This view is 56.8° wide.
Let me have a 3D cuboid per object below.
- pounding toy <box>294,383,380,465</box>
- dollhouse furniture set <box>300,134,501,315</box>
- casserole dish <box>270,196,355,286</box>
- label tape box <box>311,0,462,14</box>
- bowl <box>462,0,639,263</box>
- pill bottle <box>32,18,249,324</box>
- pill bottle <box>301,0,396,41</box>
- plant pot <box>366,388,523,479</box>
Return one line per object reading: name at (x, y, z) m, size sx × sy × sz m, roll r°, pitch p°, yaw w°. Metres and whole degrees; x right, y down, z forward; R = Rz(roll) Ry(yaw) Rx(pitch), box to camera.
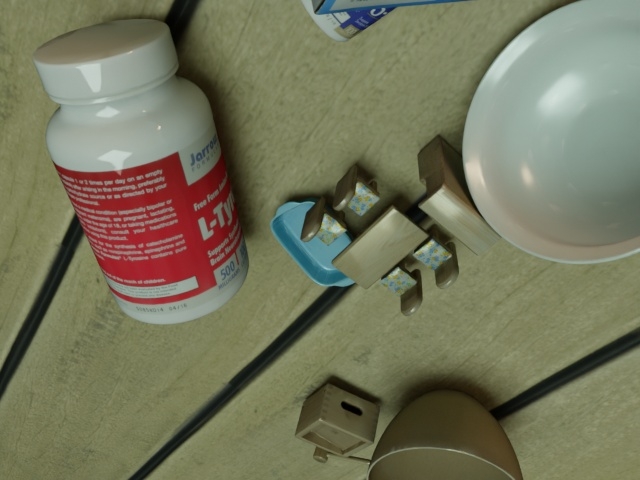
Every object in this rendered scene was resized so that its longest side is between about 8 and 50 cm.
pounding toy at (0.042, 0.407, 1.275) m, size 0.181 × 0.094 × 0.206 m, roll 27°, pitch 139°, yaw -12°
dollhouse furniture set at (0.119, -0.006, 0.847) m, size 0.212 × 0.161 × 0.242 m, roll 37°, pitch 120°, yaw -17°
casserole dish at (0.000, 0.000, 0.993) m, size 0.114 × 0.037 × 0.188 m, roll -25°, pitch 116°, yaw 31°
label tape box at (0.090, -0.390, 0.522) m, size 0.240 × 0.106 × 0.334 m, roll -10°, pitch 91°, yaw -14°
bowl at (0.328, -0.117, 0.693) m, size 0.134 × 0.298 × 0.298 m, roll 5°, pitch 145°, yaw -43°
pill bottle at (-0.251, -0.093, 0.867) m, size 0.229 × 0.229 × 0.408 m, roll 2°, pitch 128°, yaw 15°
pill bottle at (0.071, -0.320, 0.667) m, size 0.186 × 0.112 × 0.112 m, roll -25°, pitch 117°, yaw 31°
plant pot at (0.245, 0.402, 1.140) m, size 0.284 × 0.191 × 0.284 m, roll 9°, pitch 129°, yaw 11°
